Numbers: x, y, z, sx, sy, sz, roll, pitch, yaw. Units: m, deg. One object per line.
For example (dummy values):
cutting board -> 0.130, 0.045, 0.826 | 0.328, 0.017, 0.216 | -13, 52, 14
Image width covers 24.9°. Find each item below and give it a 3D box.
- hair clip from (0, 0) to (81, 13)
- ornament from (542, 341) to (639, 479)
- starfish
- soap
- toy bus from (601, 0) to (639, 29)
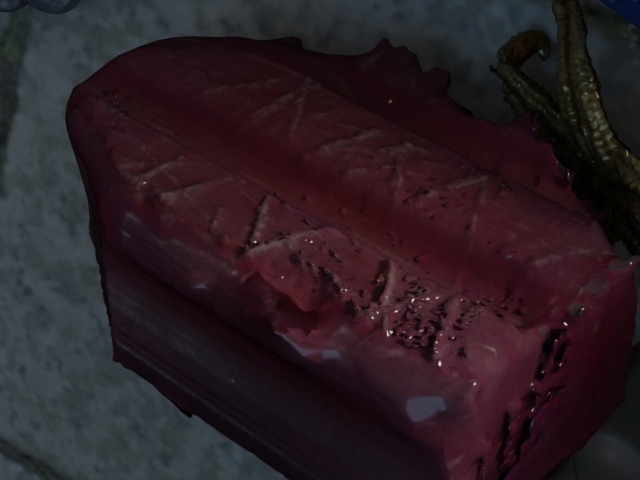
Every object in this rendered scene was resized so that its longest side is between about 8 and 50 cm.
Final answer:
hair clip -> -0.168, -0.205, 0.889 | 0.124, 0.052, 0.195 | 43, 117, -5
ornament -> 0.153, 0.248, 0.779 | 0.240, 0.239, 0.239 | 44, 124, 6
starfish -> 0.144, -0.021, 0.732 | 0.053, 0.150, 0.209 | -21, 87, 0
soap -> 0.000, 0.000, 0.735 | 0.325, 0.220, 0.127 | 31, 134, 30
toy bus -> 0.157, -0.141, 0.716 | 0.153, 0.061, 0.051 | 37, 129, 8
